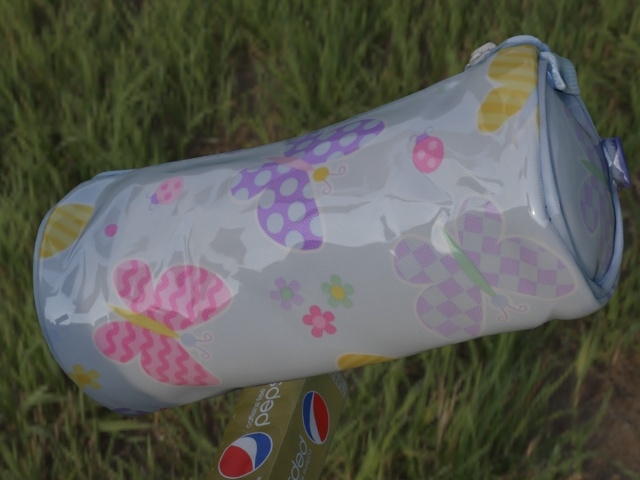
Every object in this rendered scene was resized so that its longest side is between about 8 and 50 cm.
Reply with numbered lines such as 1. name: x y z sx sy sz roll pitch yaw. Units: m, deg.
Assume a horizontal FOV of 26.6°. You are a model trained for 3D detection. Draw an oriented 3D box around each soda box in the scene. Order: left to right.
1. soda box: -0.035 0.159 1.026 0.061 0.058 0.181 -14 33 28

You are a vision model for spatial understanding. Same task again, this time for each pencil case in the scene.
1. pencil case: 0.000 0.000 0.624 0.273 0.124 0.113 -16 7 25
